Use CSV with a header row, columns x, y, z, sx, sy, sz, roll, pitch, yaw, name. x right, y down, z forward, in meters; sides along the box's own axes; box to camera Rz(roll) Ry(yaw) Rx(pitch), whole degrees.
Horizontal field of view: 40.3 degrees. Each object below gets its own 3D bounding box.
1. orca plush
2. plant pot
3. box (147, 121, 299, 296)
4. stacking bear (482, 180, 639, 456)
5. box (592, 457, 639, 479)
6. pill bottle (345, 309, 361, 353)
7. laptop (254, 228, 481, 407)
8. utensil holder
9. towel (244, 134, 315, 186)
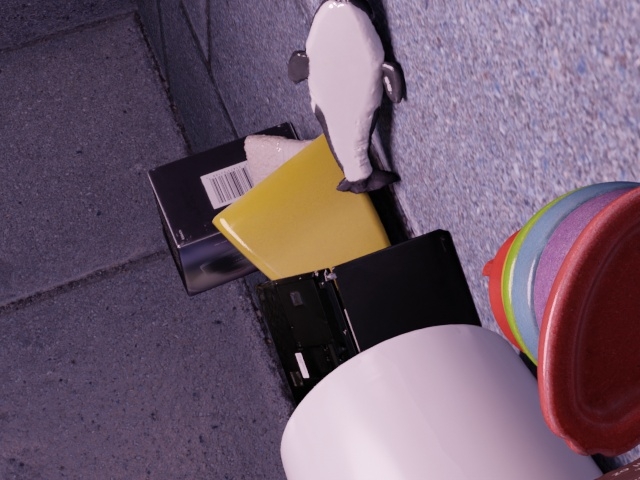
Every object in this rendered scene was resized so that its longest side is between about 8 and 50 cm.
x,y,z,sx,sy,sz,roll,pitch,yaw,name
0.057,-0.201,1.132,0.151,0.102,0.287,-2,128,30,orca plush
0.000,0.000,1.293,0.187,0.212,0.212,52,179,16,plant pot
-0.166,-0.053,1.757,0.294,0.296,0.182,100,147,-68,box
0.204,0.041,0.648,0.289,0.175,0.164,-171,79,-86,stacking bear
0.280,0.219,0.550,0.203,0.168,0.167,121,129,-74,box
0.039,0.203,1.689,0.208,0.118,0.117,94,153,-62,pill bottle
0.069,0.131,1.158,0.264,0.137,0.234,-16,95,50,laptop
0.161,0.327,0.892,0.327,0.328,0.385,83,165,-45,utensil holder
-0.032,-0.053,1.530,0.187,0.049,0.282,9,126,33,towel
